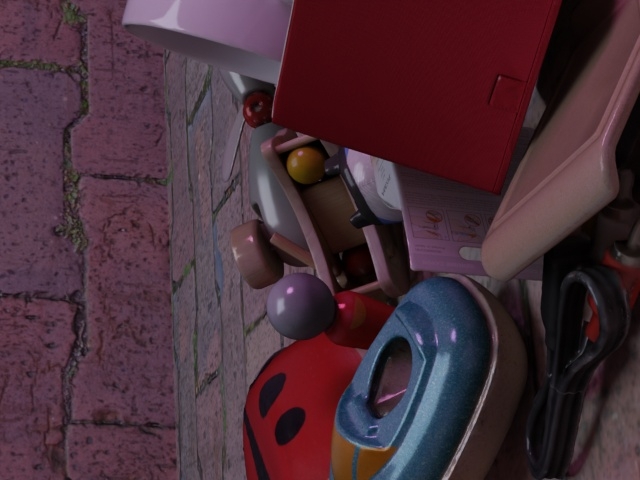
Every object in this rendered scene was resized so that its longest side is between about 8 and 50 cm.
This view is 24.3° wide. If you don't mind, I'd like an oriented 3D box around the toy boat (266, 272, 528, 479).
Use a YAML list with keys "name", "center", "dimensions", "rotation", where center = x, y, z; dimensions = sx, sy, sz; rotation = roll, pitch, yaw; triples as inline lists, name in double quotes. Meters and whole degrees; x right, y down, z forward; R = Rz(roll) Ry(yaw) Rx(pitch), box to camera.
- name: "toy boat"
  center: [0.053, 0.129, 1.382]
  dimensions: [0.268, 0.148, 0.318]
  rotation: [-66, 26, 16]

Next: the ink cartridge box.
- name: "ink cartridge box"
  center: [0.123, -0.027, 1.226]
  dimensions: [0.045, 0.145, 0.179]
  rotation: [112, 157, -47]

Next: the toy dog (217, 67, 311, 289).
- name: "toy dog"
  center: [-0.035, -0.091, 1.855]
  dimensions: [0.161, 0.220, 0.334]
  rotation: [45, -134, -64]

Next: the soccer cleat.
- name: "soccer cleat"
  center: [0.098, -0.086, 1.458]
  dimensions: [0.116, 0.143, 0.331]
  rotation: [64, -169, -8]

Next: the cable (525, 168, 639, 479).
- name: "cable"
  center: [0.206, 0.085, 1.121]
  dimensions: [0.139, 0.072, 0.287]
  rotation: [-109, 13, -56]

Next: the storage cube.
- name: "storage cube"
  center: [0.088, -0.180, 1.174]
  dimensions: [0.184, 0.193, 0.215]
  rotation: [-66, -8, -51]

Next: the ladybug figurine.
- name: "ladybug figurine"
  center: [0.014, 0.255, 1.613]
  dimensions: [0.449, 0.161, 0.305]
  rotation: [-119, 33, -64]

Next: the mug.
- name: "mug"
  center: [-0.033, -0.353, 1.629]
  dimensions: [0.374, 0.276, 0.328]
  rotation: [-164, 90, -71]

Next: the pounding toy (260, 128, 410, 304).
- name: "pounding toy"
  center: [0.000, 0.000, 1.595]
  dimensions: [0.270, 0.154, 0.154]
  rotation: [61, -161, -27]

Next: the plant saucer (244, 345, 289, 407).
- name: "plant saucer"
  center: [-0.044, 0.227, 1.830]
  dimensions: [0.037, 0.195, 0.195]
  rotation: [-5, 82, 36]

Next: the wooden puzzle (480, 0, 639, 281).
- name: "wooden puzzle"
  center: [0.197, -0.100, 1.041]
  dimensions: [0.221, 0.044, 0.239]
  rotation: [128, 166, -68]
